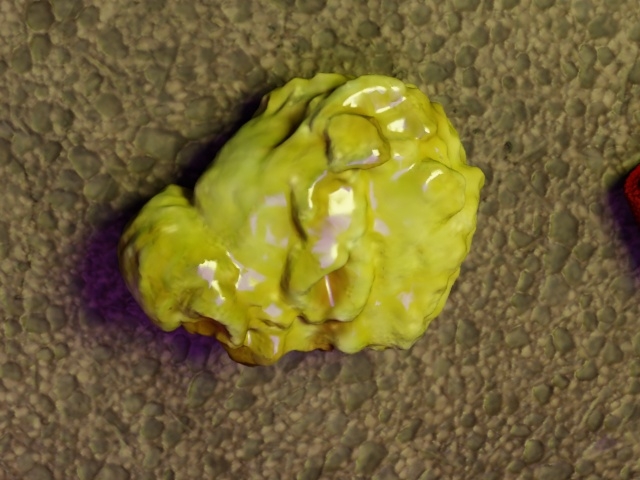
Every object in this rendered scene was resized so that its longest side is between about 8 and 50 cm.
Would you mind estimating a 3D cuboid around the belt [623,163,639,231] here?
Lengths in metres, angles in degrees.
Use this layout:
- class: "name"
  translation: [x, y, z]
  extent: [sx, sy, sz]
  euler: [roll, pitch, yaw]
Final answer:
- class: "belt"
  translation: [0.365, -0.032, 1.655]
  extent: [0.201, 0.128, 0.124]
  euler: [-24, 113, 4]

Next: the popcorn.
- class: "popcorn"
  translation: [0.000, 0.000, 1.591]
  extent: [0.286, 0.174, 0.225]
  euler: [-37, 119, 6]
